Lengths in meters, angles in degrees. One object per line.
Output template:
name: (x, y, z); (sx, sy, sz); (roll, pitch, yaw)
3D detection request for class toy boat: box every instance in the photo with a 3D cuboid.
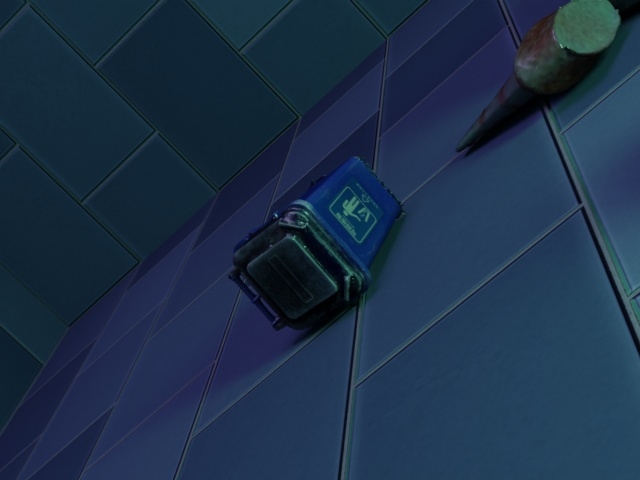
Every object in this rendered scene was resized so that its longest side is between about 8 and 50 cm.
toy boat: (0.291, -0.220, 1.608); (0.206, 0.096, 0.282); (-47, -2, -43)

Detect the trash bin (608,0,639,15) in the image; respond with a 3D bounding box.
trash bin: (0.458, -0.533, 1.602); (0.381, 0.295, 0.259); (-46, 12, -33)

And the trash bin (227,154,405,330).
trash bin: (0.000, 0.000, 1.617); (0.184, 0.162, 0.234); (-34, 11, 38)
